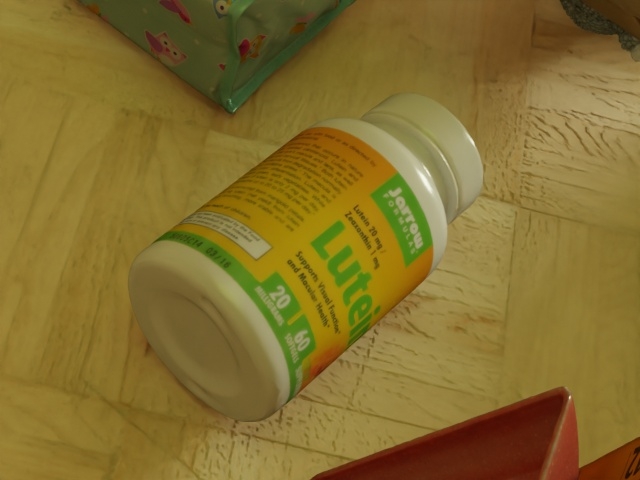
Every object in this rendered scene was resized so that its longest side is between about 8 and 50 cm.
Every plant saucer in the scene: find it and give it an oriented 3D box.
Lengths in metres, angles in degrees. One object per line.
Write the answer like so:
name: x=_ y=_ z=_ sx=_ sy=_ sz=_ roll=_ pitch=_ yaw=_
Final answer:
plant saucer: x=0.030 y=0.222 z=0.715 sx=0.048 sy=0.259 sz=0.258 roll=38 pitch=53 yaw=-16

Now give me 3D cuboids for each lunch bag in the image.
lunch bag: x=-0.066 y=-0.268 z=1.067 sx=0.223 sy=0.160 sz=0.262 roll=36 pitch=62 yaw=13

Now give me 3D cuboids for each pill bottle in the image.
pill bottle: x=0.000 y=0.000 z=0.910 sx=0.136 sy=0.136 sz=0.246 roll=41 pitch=57 yaw=15

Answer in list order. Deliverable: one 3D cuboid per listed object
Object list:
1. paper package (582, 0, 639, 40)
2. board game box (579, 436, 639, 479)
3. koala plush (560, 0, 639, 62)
paper package: x=0.264 y=-0.354 z=1.007 sx=0.325 sy=0.168 sz=0.309 roll=-47 pitch=58 yaw=1
board game box: x=0.243 y=0.312 z=0.567 sx=0.357 sy=0.356 sz=0.356 roll=24 pitch=73 yaw=4
koala plush: x=0.285 y=-0.258 z=1.134 sx=0.221 sy=0.203 sz=0.196 roll=-37 pitch=70 yaw=-18
